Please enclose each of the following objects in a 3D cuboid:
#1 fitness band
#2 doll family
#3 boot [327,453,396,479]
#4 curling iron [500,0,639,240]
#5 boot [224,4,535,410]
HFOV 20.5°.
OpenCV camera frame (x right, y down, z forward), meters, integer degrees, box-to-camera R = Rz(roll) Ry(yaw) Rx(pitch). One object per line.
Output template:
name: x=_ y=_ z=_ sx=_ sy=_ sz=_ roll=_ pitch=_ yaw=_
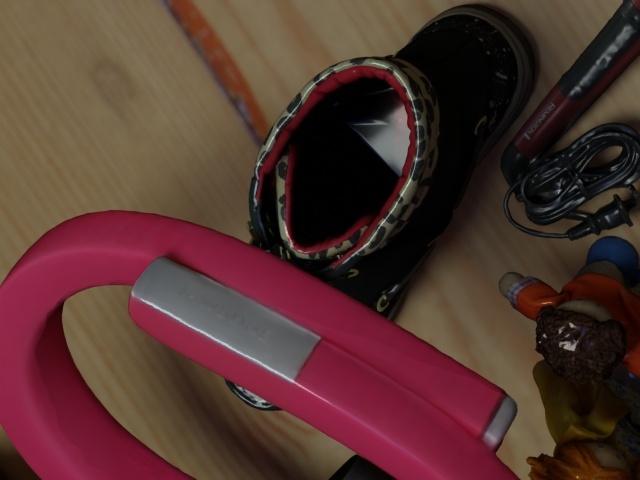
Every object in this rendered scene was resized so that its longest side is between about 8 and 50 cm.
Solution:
fitness band: x=-0.020 y=0.098 z=0.777 sx=0.291 sy=0.054 sz=0.209 roll=30 pitch=143 yaw=7
doll family: x=0.185 y=0.105 z=0.780 sx=0.263 sy=0.163 sz=0.118 roll=23 pitch=108 yaw=14
boot: x=0.049 y=0.285 z=0.929 sx=0.280 sy=0.096 sz=0.264 roll=41 pitch=104 yaw=0
curling iron: x=0.173 y=-0.111 z=0.809 sx=0.068 sy=0.035 sz=0.274 roll=32 pitch=109 yaw=-3
boot: x=-0.001 y=-0.002 z=0.815 sx=0.085 sy=0.178 sz=0.236 roll=38 pitch=110 yaw=9
